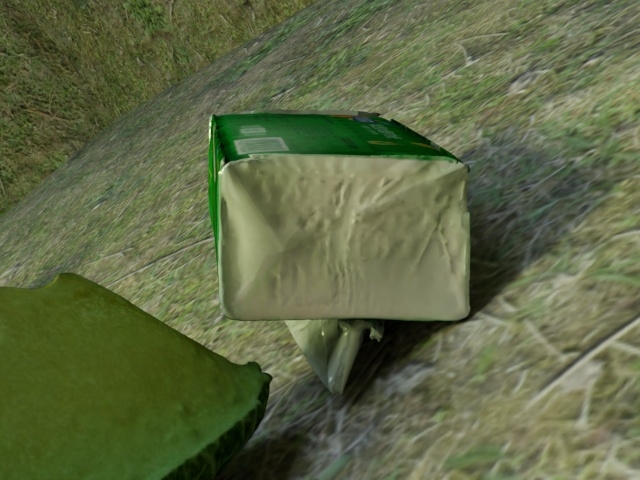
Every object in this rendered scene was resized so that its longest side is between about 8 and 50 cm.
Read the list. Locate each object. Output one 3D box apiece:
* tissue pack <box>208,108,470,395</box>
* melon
[{"bbox_3d":[0.001,0.000,0.654,0.148,0.156,0.209,-3,14,-8],"label":"tissue pack"},{"bbox_3d":[-0.252,0.143,0.577,0.331,0.226,0.343,-18,-21,-46],"label":"melon"}]
